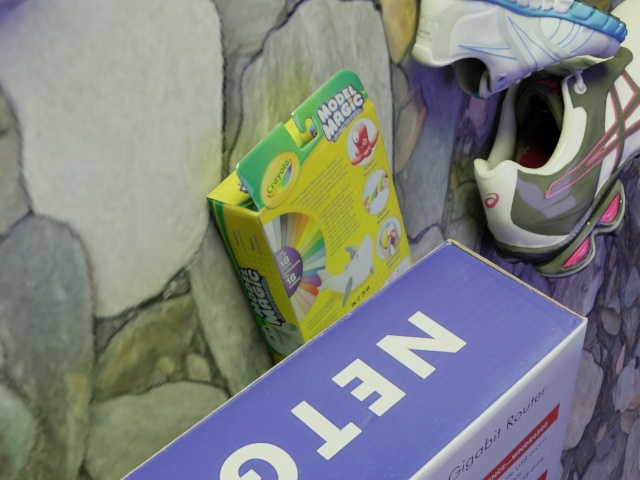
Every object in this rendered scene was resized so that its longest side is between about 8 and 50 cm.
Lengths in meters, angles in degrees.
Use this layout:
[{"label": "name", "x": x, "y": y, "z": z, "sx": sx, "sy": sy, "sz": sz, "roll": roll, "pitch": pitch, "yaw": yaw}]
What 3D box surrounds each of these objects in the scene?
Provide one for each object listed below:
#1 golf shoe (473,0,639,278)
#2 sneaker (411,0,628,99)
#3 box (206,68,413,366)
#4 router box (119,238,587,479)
[{"label": "golf shoe", "x": 0.207, "y": -0.104, "z": 0.727, "sx": 0.120, "sy": 0.105, "sz": 0.273, "roll": 49, "pitch": 62, "yaw": -39}, {"label": "sneaker", "x": 0.128, "y": -0.133, "z": 0.640, "sx": 0.190, "sy": 0.071, "sz": 0.083, "roll": 3, "pitch": 112, "yaw": -38}, {"label": "box", "x": 0.000, "y": 0.000, "z": 0.542, "sx": 0.105, "sy": 0.043, "sz": 0.179, "roll": -46, "pitch": 138, "yaw": -32}, {"label": "router box", "x": -0.022, "y": 0.206, "z": 0.449, "sx": 0.335, "sy": 0.082, "sz": 0.301, "roll": -33, "pitch": 139, "yaw": -31}]
